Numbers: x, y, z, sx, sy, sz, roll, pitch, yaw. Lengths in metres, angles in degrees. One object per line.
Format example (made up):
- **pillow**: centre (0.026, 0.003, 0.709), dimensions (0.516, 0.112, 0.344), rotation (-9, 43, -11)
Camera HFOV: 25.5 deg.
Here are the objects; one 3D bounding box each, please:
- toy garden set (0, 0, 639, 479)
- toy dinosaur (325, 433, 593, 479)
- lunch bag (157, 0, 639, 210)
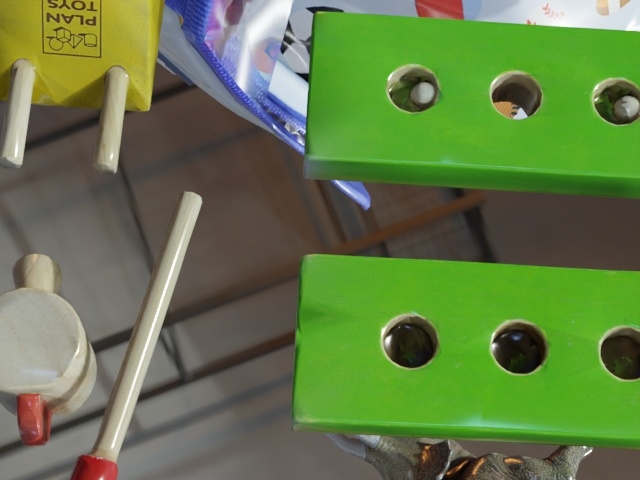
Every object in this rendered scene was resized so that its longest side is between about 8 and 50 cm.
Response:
- **toy garden set**: centre (0.000, 0.000, 0.373), dimensions (0.049, 0.204, 0.244), rotation (97, -4, -69)
- **toy dinosaur**: centre (0.131, 0.192, 0.863), dimensions (0.313, 0.160, 0.121), rotation (42, -40, 50)
- **lunch bag**: centre (0.000, -0.183, 0.779), dimensions (0.328, 0.385, 0.238), rotation (39, -58, 37)
